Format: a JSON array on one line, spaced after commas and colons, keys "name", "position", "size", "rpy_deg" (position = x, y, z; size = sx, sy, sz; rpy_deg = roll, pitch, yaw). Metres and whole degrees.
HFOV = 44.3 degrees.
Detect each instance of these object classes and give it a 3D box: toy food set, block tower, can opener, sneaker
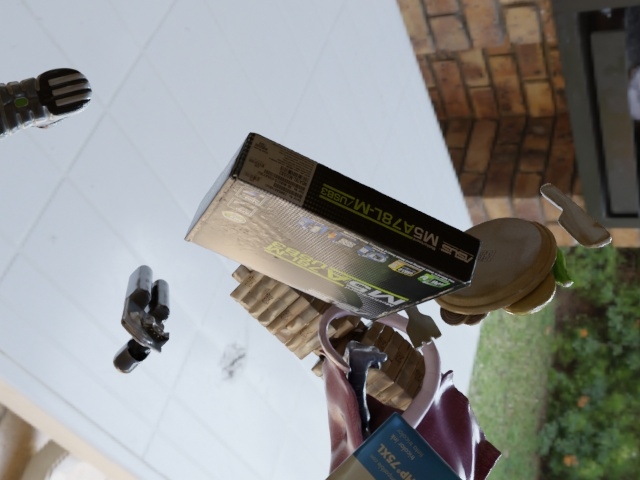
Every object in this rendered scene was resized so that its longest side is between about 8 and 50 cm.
[{"name": "toy food set", "position": [0.161, 0.030, 0.726], "size": [0.038, 0.192, 0.132], "rpy_deg": [56, 7, -30]}, {"name": "block tower", "position": [0.028, 0.133, 1.085], "size": [0.335, 0.091, 0.097], "rpy_deg": [44, 37, -2]}, {"name": "can opener", "position": [-0.285, 0.119, 1.214], "size": [0.076, 0.095, 0.283], "rpy_deg": [43, 2, -17]}, {"name": "sneaker", "position": [-0.432, -0.174, 1.087], "size": [0.229, 0.132, 0.086], "rpy_deg": [-13, 92, -18]}]

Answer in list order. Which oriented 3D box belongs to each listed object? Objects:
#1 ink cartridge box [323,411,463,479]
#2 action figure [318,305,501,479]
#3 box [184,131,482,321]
[{"name": "ink cartridge box", "position": [0.000, 0.247, 0.605], "size": [0.231, 0.078, 0.134], "rpy_deg": [-40, 160, -13]}, {"name": "action figure", "position": [0.060, 0.292, 0.759], "size": [0.275, 0.248, 0.370], "rpy_deg": [85, 25, -52]}, {"name": "box", "position": [0.000, 0.000, 0.624], "size": [0.191, 0.184, 0.045], "rpy_deg": [25, 67, -13]}]
